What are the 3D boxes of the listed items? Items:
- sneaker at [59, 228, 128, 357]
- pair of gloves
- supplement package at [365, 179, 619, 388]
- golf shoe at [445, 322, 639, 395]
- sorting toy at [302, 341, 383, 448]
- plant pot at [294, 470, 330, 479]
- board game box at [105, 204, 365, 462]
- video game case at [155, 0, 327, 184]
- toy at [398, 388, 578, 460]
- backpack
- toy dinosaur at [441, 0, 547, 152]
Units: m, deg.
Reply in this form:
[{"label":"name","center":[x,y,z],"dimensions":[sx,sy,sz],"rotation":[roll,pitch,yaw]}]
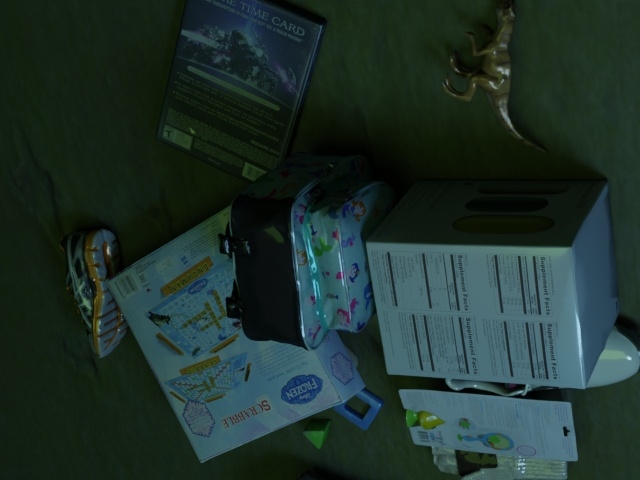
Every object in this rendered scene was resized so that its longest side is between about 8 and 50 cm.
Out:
[{"label":"sneaker","center":[-0.353,0.079,2.112],"dimensions":[0.083,0.084,0.215],"rotation":[7,111,26]},{"label":"pair of gloves","center":[0.255,0.379,1.970],"dimensions":[0.204,0.042,0.240],"rotation":[7,107,22]},{"label":"supplement package","center":[0.225,0.048,1.732],"dimensions":[0.262,0.199,0.198],"rotation":[2,117,25]},{"label":"golf shoe","center":[0.299,0.170,1.817],"dimensions":[0.272,0.120,0.105],"rotation":[-4,113,26]},{"label":"sorting toy","center":[-0.067,0.178,2.043],"dimensions":[0.347,0.047,0.196],"rotation":[45,127,-2]},{"label":"plant pot","center":[0.019,0.448,2.090],"dimensions":[0.165,0.167,0.167],"rotation":[26,125,20]},{"label":"board game box","center":[-0.132,0.133,1.986],"dimensions":[0.318,0.066,0.318],"rotation":[-28,90,39]},{"label":"video game case","center":[-0.114,-0.216,1.860],"dimensions":[0.196,0.026,0.274],"rotation":[26,124,11]},{"label":"toy","center":[0.237,0.241,1.894],"dimensions":[0.237,0.056,0.137],"rotation":[0,138,17]},{"label":"backpack","center":[0.000,0.000,1.786],"dimensions":[0.191,0.253,0.225],"rotation":[2,114,20]},{"label":"toy dinosaur","center":[0.214,-0.196,1.687],"dimensions":[0.112,0.064,0.212],"rotation":[3,118,23]}]
